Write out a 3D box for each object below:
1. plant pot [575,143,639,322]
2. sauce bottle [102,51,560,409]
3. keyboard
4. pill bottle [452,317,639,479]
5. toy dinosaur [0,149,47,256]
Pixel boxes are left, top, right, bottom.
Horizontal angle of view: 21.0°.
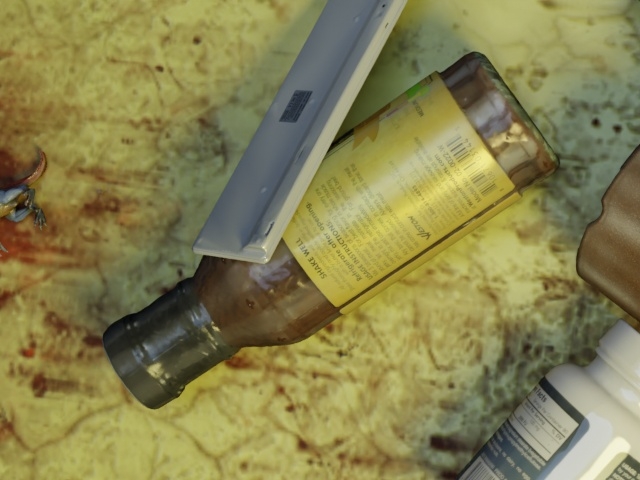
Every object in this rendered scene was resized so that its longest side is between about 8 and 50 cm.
[{"bbox_3d":[0.271,0.014,1.143,0.165,0.167,0.167,34,93,22],"label":"plant pot"},{"bbox_3d":[0.000,0.000,1.225,0.344,0.111,0.111,-33,79,7],"label":"sauce bottle"},{"bbox_3d":[-0.009,-0.094,1.225,0.072,0.014,0.256,4,58,45],"label":"keyboard"},{"bbox_3d":[0.176,0.147,1.173,0.108,0.108,0.180,42,95,13],"label":"pill bottle"},{"bbox_3d":[-0.254,-0.021,1.337,0.082,0.047,0.090,-2,51,22],"label":"toy dinosaur"}]
